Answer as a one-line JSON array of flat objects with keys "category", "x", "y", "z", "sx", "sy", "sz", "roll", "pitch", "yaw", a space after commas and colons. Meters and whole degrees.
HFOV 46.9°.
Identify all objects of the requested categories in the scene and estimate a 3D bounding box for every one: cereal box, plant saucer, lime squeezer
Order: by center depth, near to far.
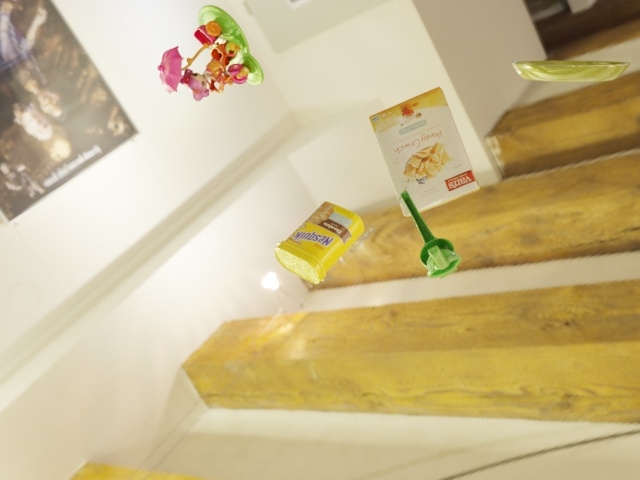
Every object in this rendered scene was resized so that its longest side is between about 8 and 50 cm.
[{"category": "lime squeezer", "x": 0.177, "y": 0.008, "z": 1.120, "sx": 0.059, "sy": 0.110, "sz": 0.310, "roll": -14, "pitch": -163, "yaw": 4}, {"category": "plant saucer", "x": 0.532, "y": -0.363, "z": 1.580, "sx": 0.241, "sy": 0.037, "sz": 0.241, "roll": -1, "pitch": -164, "yaw": 0}, {"category": "cereal box", "x": 0.226, "y": -0.191, "z": 1.614, "sx": 0.173, "sy": 0.240, "sz": 0.047, "roll": -22, "pitch": 173, "yaw": 16}]

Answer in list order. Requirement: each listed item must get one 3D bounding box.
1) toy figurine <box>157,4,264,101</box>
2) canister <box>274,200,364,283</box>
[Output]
[{"category": "toy figurine", "x": -0.214, "y": -0.311, "z": 1.337, "sx": 0.159, "sy": 0.173, "sz": 0.130, "roll": -45, "pitch": -169, "yaw": -26}, {"category": "canister", "x": 0.000, "y": 0.000, "z": 1.612, "sx": 0.126, "sy": 0.073, "sz": 0.170, "roll": 25, "pitch": -123, "yaw": 32}]
